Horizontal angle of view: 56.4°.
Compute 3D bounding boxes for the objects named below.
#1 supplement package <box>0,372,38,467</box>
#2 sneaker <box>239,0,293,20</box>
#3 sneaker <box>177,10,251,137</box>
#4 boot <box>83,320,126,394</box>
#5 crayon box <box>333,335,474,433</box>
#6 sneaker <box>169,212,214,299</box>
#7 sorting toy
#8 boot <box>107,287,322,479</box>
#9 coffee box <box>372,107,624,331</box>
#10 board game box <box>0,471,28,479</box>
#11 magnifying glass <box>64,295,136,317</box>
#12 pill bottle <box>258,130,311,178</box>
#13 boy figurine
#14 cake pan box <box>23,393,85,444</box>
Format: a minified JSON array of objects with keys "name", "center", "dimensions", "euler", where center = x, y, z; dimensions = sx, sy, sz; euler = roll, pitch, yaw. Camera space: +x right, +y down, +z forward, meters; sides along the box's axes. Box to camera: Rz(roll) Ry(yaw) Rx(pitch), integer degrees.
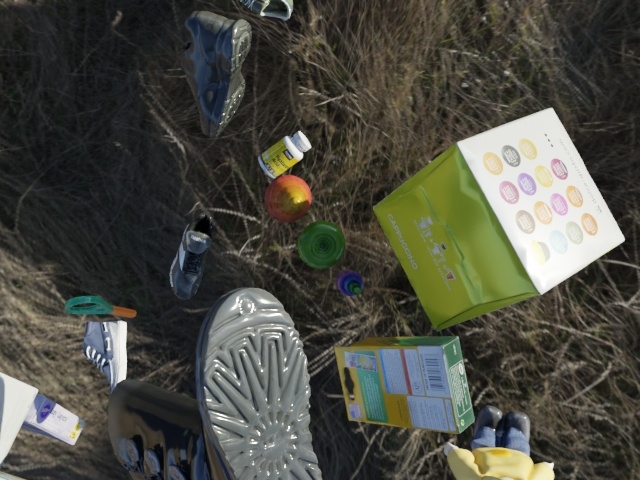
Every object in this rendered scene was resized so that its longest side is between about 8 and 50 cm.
[{"name":"supplement package","center":[-0.570,0.283,0.906],"dimensions":[0.149,0.203,0.194],"euler":[18,67,-1]},{"name":"sneaker","center":[-0.143,-0.545,1.325],"dimensions":[0.192,0.086,0.064],"euler":[6,152,-32]},{"name":"sneaker","center":[-0.220,-0.332,1.194],"dimensions":[0.130,0.109,0.286],"euler":[24,138,2]},{"name":"boot","center":[-0.450,0.247,1.240],"dimensions":[0.086,0.190,0.069],"euler":[4,128,-22]},{"name":"crayon box","center":[0.195,0.340,1.445],"dimensions":[0.322,0.083,0.203],"euler":[-9,94,42]},{"name":"sneaker","center":[-0.311,0.028,1.459],"dimensions":[0.078,0.234,0.106],"euler":[18,145,-15]},{"name":"sorting toy","center":[0.000,0.000,1.491],"dimensions":[0.127,0.126,0.366],"euler":[-37,104,-5]},{"name":"boot","center":[-0.191,0.252,0.894],"dimensions":[0.146,0.445,0.367],"euler":[-12,94,-37]},{"name":"coffee box","center":[0.387,-0.039,1.353],"dimensions":[0.334,0.338,0.338],"euler":[-22,82,-33]},{"name":"board game box","center":[-0.245,0.230,0.402],"dimensions":[0.144,0.142,0.275],"euler":[7,150,21]},{"name":"magnifying glass","center":[-0.586,0.184,1.610],"dimensions":[0.092,0.231,0.026],"euler":[-21,70,19]},{"name":"pill bottle","center":[-0.082,-0.201,1.384],"dimensions":[0.116,0.065,0.065],"euler":[-35,100,15]},{"name":"boy figurine","center":[0.289,0.368,0.975],"dimensions":[0.177,0.285,0.092],"euler":[9,99,17]},{"name":"cake pan box","center":[-0.705,0.376,1.360],"dimensions":[0.266,0.246,0.070],"euler":[15,60,10]}]
